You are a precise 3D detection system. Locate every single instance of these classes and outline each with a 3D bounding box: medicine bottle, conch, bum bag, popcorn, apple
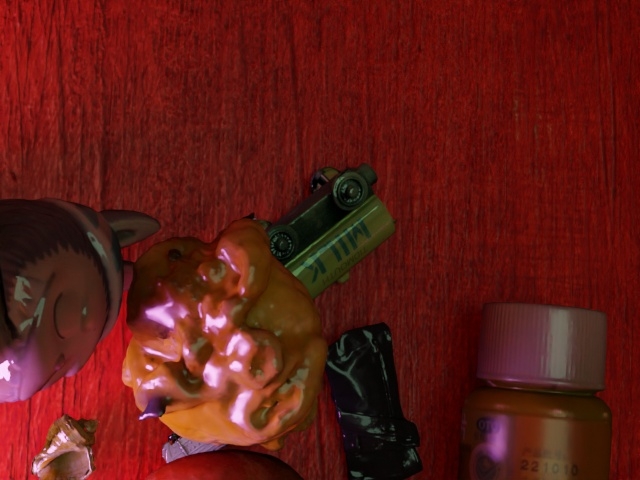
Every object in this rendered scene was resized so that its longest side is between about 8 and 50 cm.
[{"bbox_3d":[0.321,0.291,1.433,0.224,0.224,0.384,8,83,-17],"label":"medicine bottle"},{"bbox_3d":[-0.338,0.286,1.293,0.121,0.074,0.089,-44,64,3],"label":"conch"},{"bbox_3d":[0.075,0.251,1.443,0.123,0.060,0.248,-14,91,-18],"label":"bum bag"},{"bbox_3d":[-0.142,0.141,1.244,0.281,0.297,0.316,-47,117,-50],"label":"popcorn"},{"bbox_3d":[-0.121,0.359,1.278,0.293,0.251,0.163,17,75,-22],"label":"apple"}]

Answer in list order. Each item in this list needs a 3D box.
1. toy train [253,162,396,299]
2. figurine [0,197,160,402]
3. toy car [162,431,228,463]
[{"bbox_3d":[0.000,0.000,1.429,0.253,0.105,0.157,-38,111,-18],"label":"toy train"},{"bbox_3d":[-0.388,0.080,1.245,0.377,0.361,0.266,3,86,-52],"label":"figurine"},{"bbox_3d":[-0.168,0.281,1.372,0.122,0.035,0.059,-34,93,-12],"label":"toy car"}]
